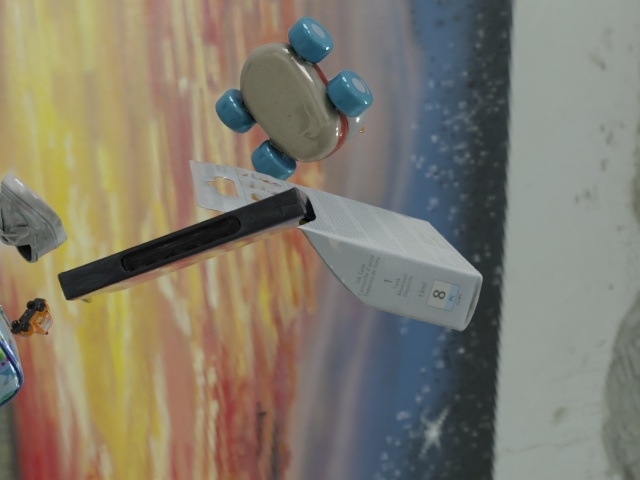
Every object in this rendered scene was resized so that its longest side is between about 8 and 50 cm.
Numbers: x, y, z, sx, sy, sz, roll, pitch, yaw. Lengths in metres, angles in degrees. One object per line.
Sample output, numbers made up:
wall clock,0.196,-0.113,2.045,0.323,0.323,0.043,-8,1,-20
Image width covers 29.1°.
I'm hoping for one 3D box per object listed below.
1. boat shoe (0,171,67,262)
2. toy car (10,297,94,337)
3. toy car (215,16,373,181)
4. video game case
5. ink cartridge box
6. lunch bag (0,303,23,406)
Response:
boat shoe,-0.338,-0.020,1.398,0.066,0.063,0.184,41,-14,5
toy car,-0.327,0.095,1.512,0.122,0.060,0.040,-15,-51,41
toy car,-0.008,-0.231,2.043,0.219,0.238,0.210,-41,-102,26
video game case,-0.130,0.003,1.319,0.275,0.248,0.035,0,70,-88
ink cartridge box,0.000,0.000,1.705,0.308,0.385,0.091,-119,-136,-73
lunch bag,-0.406,0.109,1.163,0.176,0.219,0.090,67,-7,-31
